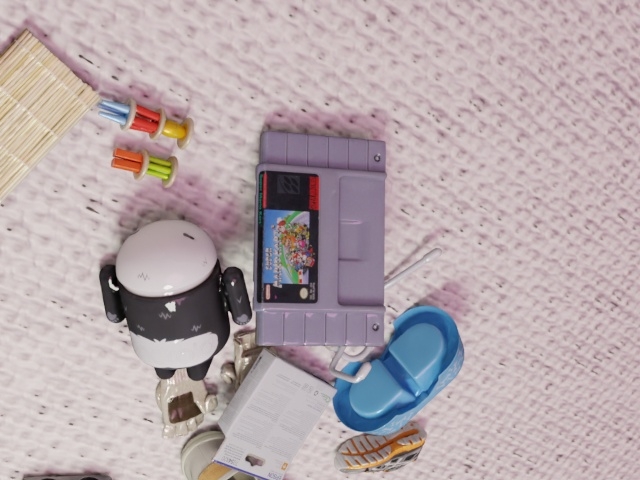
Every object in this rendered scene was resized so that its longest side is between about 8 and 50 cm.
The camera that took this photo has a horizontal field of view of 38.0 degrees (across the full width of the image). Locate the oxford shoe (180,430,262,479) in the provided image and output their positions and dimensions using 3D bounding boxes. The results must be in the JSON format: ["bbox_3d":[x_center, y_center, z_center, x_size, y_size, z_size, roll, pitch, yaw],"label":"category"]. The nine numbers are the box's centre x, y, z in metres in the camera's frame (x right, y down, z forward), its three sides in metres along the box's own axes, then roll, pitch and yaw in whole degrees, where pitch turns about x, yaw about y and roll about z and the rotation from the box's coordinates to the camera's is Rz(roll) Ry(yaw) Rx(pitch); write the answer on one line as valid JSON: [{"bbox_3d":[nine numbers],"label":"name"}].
[{"bbox_3d":[-0.128,0.554,1.874,0.169,0.130,0.449,-37,127,-4],"label":"oxford shoe"}]

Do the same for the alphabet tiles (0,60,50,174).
[{"bbox_3d":[-0.520,-0.160,1.365,0.198,0.009,0.237,20,107,-33],"label":"alphabet tiles"}]

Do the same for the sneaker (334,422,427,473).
[{"bbox_3d":[0.129,0.459,1.971,0.214,0.084,0.083,-10,126,-21],"label":"sneaker"}]

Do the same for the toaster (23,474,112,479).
[{"bbox_3d":[-0.475,0.531,1.707,0.168,0.110,0.186,7,114,-27],"label":"toaster"}]

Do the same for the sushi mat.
[{"bbox_3d":[-0.484,-0.148,1.372,0.316,0.019,0.151,-45,127,3],"label":"sushi mat"}]

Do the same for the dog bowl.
[{"bbox_3d":[0.161,0.264,1.834,0.297,0.166,0.074,-44,137,2],"label":"dog bowl"}]

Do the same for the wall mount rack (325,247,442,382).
[{"bbox_3d":[0.058,0.078,1.702,0.350,0.130,0.304,44,68,-37],"label":"wall mount rack"}]

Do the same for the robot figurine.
[{"bbox_3d":[-0.241,0.098,1.543,0.209,0.173,0.278,-20,124,-22],"label":"robot figurine"}]

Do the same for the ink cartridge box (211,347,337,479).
[{"bbox_3d":[-0.093,0.338,1.765,0.224,0.045,0.223,-58,139,-5],"label":"ink cartridge box"}]

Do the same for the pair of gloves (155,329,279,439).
[{"bbox_3d":[-0.188,0.270,1.740,0.240,0.042,0.204,-7,119,-23],"label":"pair of gloves"}]

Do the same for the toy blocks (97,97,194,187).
[{"bbox_3d":[-0.287,-0.155,1.449,0.148,0.054,0.123,15,109,-31],"label":"toy blocks"}]

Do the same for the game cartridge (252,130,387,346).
[{"bbox_3d":[0.000,0.000,1.558,0.230,0.068,0.355,3,85,-25],"label":"game cartridge"}]
